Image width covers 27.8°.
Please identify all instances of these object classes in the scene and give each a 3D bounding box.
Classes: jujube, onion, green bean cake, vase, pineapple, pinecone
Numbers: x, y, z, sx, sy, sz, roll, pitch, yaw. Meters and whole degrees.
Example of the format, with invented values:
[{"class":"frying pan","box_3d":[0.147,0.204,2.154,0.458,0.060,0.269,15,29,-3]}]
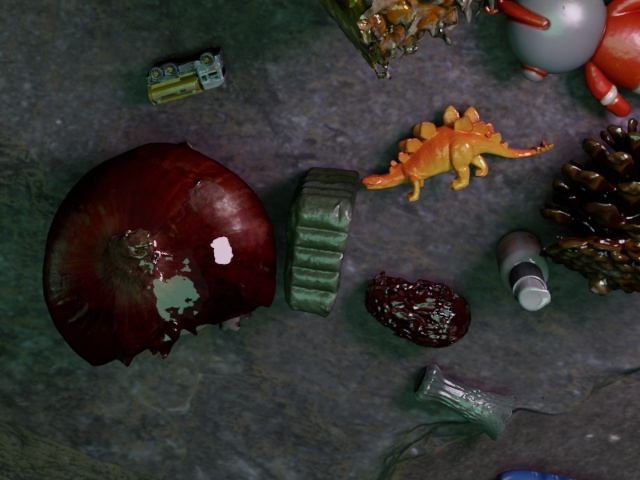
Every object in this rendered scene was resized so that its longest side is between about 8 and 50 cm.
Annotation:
[{"class":"jujube","box_3d":[0.147,0.112,1.980,0.166,0.104,0.104,15,112,11]},{"class":"onion","box_3d":[-0.227,0.016,1.858,0.341,0.341,0.341,1,111,3]},{"class":"green bean cake","box_3d":[0.000,0.000,1.893,0.094,0.183,0.185,6,112,2]},{"class":"vase","box_3d":[0.223,0.249,2.036,0.148,0.081,0.081,26,110,-3]},{"class":"pineapple","box_3d":[0.107,-0.411,1.654,0.300,0.352,0.352,-28,107,6]},{"class":"pinecone","box_3d":[0.440,-0.045,1.823,0.264,0.264,0.264,1,111,3]}]

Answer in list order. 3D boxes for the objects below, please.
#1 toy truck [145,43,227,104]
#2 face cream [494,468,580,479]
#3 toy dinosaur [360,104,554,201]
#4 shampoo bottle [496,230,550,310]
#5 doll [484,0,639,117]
[{"class":"toy truck","box_3d":[-0.196,-0.240,1.882,0.123,0.052,0.063,-14,114,10]},{"class":"face cream","box_3d":[0.405,0.455,2.098,0.264,0.083,0.149,13,114,-2]},{"class":"toy dinosaur","box_3d":[0.194,-0.137,1.893,0.288,0.070,0.117,-16,109,4]},{"class":"shampoo bottle","box_3d":[0.298,0.049,1.889,0.074,0.192,0.074,1,112,3]},{"class":"doll","box_3d":[0.382,-0.286,1.810,0.336,0.105,0.200,14,113,-10]}]
